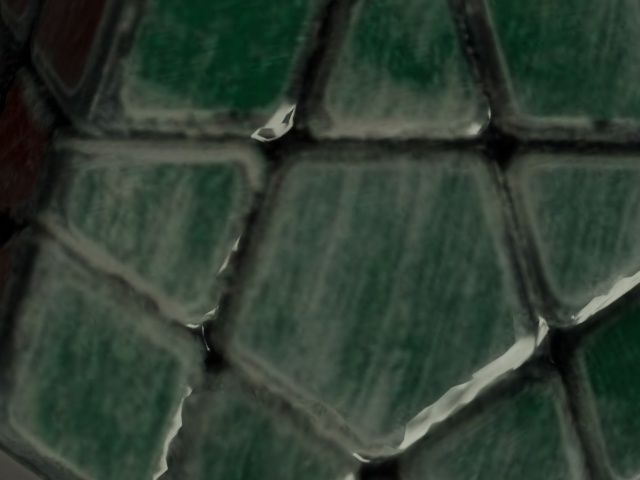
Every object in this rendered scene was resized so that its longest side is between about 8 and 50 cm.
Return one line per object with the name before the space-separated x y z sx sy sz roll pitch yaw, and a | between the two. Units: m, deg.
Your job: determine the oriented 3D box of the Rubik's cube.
Rubik's cube | 0.000 0.001 0.448 0.264 0.319 0.319 -15 167 22
